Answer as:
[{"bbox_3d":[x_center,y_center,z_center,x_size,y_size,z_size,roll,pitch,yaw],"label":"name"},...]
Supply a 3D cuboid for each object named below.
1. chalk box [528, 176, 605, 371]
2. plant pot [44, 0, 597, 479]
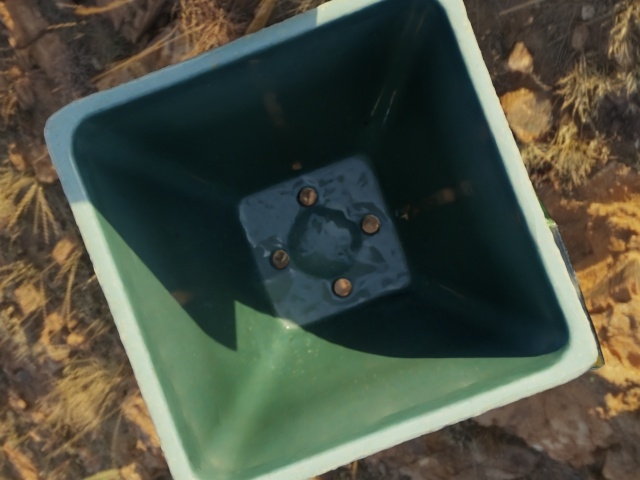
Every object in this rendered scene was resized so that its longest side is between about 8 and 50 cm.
[{"bbox_3d":[0.200,0.033,0.790,0.179,0.289,0.180,-21,107,16],"label":"chalk box"},{"bbox_3d":[0.000,0.000,0.483,0.248,0.252,0.247,-21,90,1],"label":"plant pot"}]
